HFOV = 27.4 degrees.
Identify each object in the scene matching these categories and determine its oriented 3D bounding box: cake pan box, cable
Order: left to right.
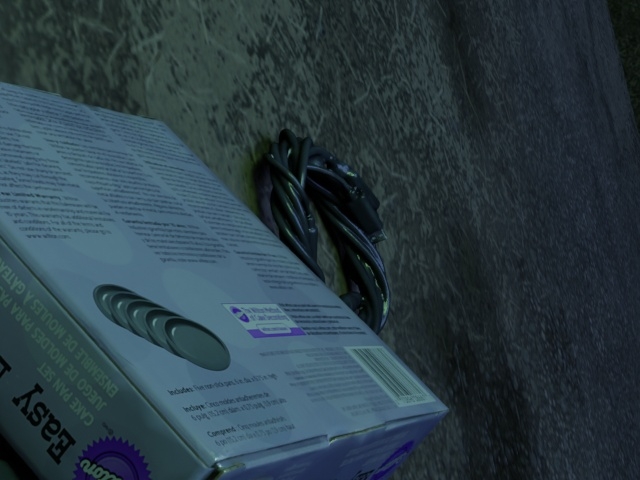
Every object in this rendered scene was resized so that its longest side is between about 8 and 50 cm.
[{"bbox_3d":[-0.079,0.025,0.618,0.246,0.070,0.267,46,16,18],"label":"cake pan box"},{"bbox_3d":[0.000,0.000,0.998,0.184,0.047,0.150,51,38,-48],"label":"cable"}]

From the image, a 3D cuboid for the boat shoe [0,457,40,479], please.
[{"bbox_3d":[-0.122,0.139,0.547,0.113,0.127,0.340,50,18,30],"label":"boat shoe"}]
